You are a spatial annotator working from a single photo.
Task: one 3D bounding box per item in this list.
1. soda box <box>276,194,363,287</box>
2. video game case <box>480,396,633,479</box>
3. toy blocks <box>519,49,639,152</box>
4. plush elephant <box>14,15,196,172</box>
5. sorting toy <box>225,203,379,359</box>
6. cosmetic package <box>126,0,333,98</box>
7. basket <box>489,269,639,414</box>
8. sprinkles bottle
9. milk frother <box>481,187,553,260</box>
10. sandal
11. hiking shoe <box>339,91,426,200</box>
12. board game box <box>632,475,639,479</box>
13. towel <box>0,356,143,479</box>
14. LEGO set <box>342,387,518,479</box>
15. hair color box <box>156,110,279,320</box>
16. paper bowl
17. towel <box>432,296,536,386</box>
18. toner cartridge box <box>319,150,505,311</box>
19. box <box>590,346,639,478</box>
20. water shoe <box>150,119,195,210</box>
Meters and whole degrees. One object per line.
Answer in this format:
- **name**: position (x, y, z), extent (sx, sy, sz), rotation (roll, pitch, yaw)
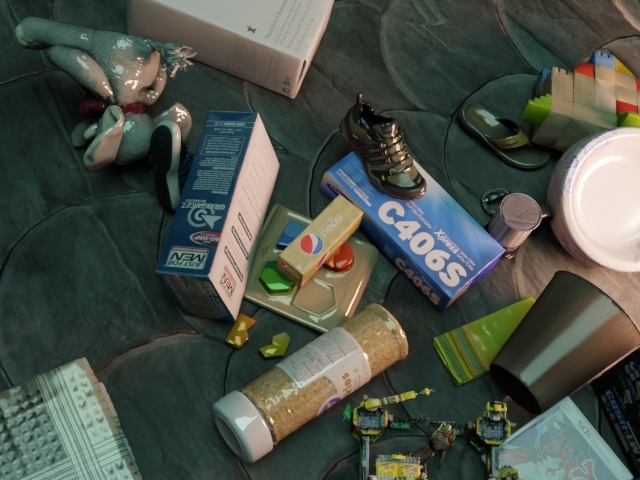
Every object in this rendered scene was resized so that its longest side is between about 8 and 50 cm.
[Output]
- **soda box**: position (0.000, 0.000, 1.846), extent (0.061, 0.058, 0.181), rotation (38, 64, 13)
- **video game case**: position (0.420, 0.405, 1.760), extent (0.201, 0.023, 0.183), rotation (-33, 68, -11)
- **toy blocks**: position (0.609, -0.288, 2.109), extent (0.382, 0.190, 0.260), rotation (16, 50, -4)
- **plush elephant**: position (-0.384, -0.256, 1.853), extent (0.330, 0.272, 0.255), rotation (16, 98, 32)
- **sorting toy**: position (-0.042, 0.091, 1.843), extent (0.229, 0.041, 0.307), rotation (25, 62, 2)
- **cosmetic package**: position (-0.184, -0.476, 2.032), extent (0.385, 0.156, 0.217), rotation (21, 64, -2)
- **basket**: position (0.434, 0.198, 1.809), extent (0.227, 0.154, 0.204), rotation (-42, 60, -14)
- **sprinkles bottle**: position (-0.015, 0.244, 1.727), extent (0.355, 0.121, 0.121), rotation (-31, 74, -23)
- **milk frother**: position (0.369, -0.058, 1.949), extent (0.129, 0.134, 0.143), rotation (-29, 73, -24)
- **sandal**: position (0.390, -0.227, 2.077), extent (0.219, 0.060, 0.090), rotation (38, 63, 1)
- **hiking shoe**: position (0.123, -0.174, 1.883), extent (0.086, 0.114, 0.227), rotation (-35, 75, -24)
- **board game box**: position (0.634, 0.515, 1.621), extent (0.086, 0.308, 0.302), rotation (-31, 74, -25)
- **towel**: position (-0.463, 0.385, 1.614), extent (0.312, 0.056, 0.324), rotation (-23, 73, -18)
- **LEGO set**: position (0.193, 0.365, 1.653), extent (0.332, 0.192, 0.254), rotation (12, 64, 2)
- **hair color box**: position (-0.179, -0.048, 1.798), extent (0.105, 0.174, 0.347), rotation (4, 60, 16)
- **paper bowl**: position (0.589, -0.080, 1.965), extent (0.284, 0.148, 0.284), rotation (0, 92, -8)
- **towel**: position (0.335, 0.188, 1.884), extent (0.237, 0.021, 0.102), rotation (-21, 71, -21)
- **toner cartridge box**: position (0.177, -0.042, 1.936), extent (0.165, 0.075, 0.348), rotation (-38, 76, -26)
- **box**: position (0.619, 0.326, 1.720), extent (0.073, 0.293, 0.295), rotation (-13, 66, -17)
- **water shoe**: position (-0.265, -0.148, 1.834), extent (0.080, 0.203, 0.073), rotation (-30, 56, -33)
